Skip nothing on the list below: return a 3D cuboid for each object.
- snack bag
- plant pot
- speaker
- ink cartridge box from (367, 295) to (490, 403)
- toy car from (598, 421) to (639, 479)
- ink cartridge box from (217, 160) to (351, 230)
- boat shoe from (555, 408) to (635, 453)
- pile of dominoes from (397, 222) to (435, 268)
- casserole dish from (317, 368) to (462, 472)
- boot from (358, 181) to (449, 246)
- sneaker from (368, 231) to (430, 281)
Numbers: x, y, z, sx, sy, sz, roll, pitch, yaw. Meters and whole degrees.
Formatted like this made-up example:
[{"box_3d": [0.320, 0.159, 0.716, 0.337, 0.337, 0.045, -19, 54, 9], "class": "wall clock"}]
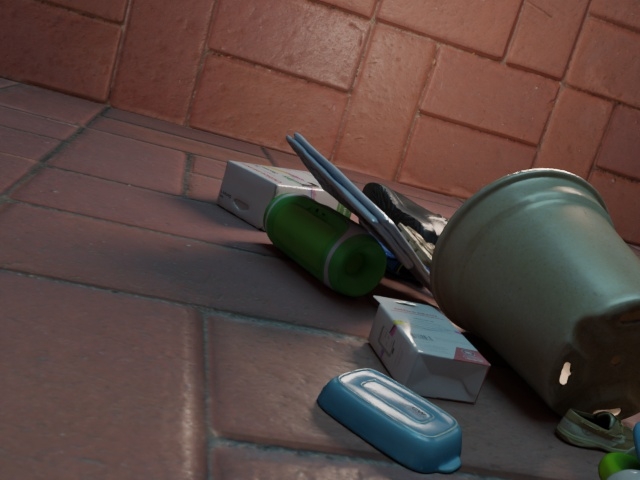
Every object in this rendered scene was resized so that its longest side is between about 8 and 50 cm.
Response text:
[{"box_3d": [0.093, -0.039, 1.273, 0.323, 0.037, 0.342, 47, 1, 40], "class": "snack bag"}, {"box_3d": [0.378, 0.100, 1.007, 0.333, 0.334, 0.305, 12, 25, -18], "class": "plant pot"}, {"box_3d": [0.000, 0.000, 1.269, 0.131, 0.131, 0.296, 7, 16, -35], "class": "speaker"}, {"box_3d": [0.146, 0.153, 0.955, 0.115, 0.067, 0.198, 13, 15, -18], "class": "ink cartridge box"}, {"box_3d": [0.391, 0.258, 0.676, 0.182, 0.136, 0.159, 26, 17, 34], "class": "toy car"}, {"box_3d": [-0.082, -0.105, 1.613, 0.278, 0.117, 0.201, 2, 20, -46], "class": "ink cartridge box"}, {"box_3d": [0.384, 0.255, 0.877, 0.135, 0.045, 0.050, 12, 14, -20], "class": "boat shoe"}, {"box_3d": [0.248, 0.074, 1.320, 0.196, 0.040, 0.251, 29, 21, -52], "class": "pile of dominoes"}, {"box_3d": [0.084, 0.201, 0.757, 0.188, 0.037, 0.114, 27, 18, 35], "class": "casserole dish"}, {"box_3d": [0.358, -0.015, 1.714, 0.445, 0.146, 0.367, 7, 24, -26], "class": "boot"}, {"box_3d": [0.151, 0.035, 1.440, 0.209, 0.069, 0.082, 21, 18, 19], "class": "sneaker"}]
